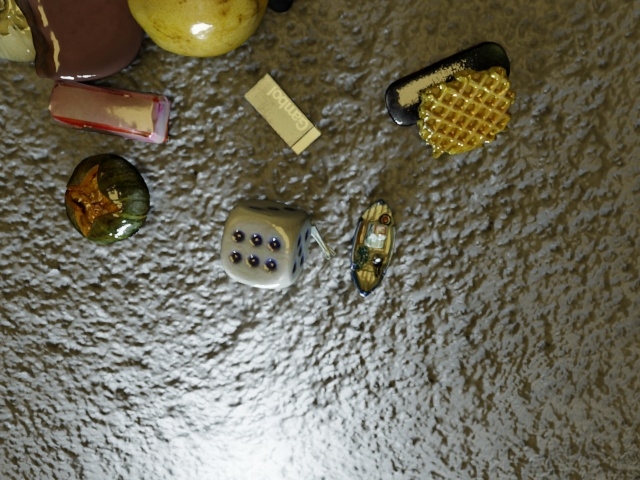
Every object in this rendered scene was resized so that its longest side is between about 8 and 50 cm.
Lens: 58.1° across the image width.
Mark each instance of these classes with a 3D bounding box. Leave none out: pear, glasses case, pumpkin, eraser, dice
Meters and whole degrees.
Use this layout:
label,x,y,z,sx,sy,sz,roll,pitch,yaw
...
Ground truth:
label,x,y,z,sx,sy,sz,roll,pitch,yaw
pear,-0.283,-0.571,1.327,0.315,0.314,0.314,0,103,2
glasses case,0.319,-0.393,1.454,0.321,0.082,0.122,-23,105,6
pumpkin,-0.554,-0.108,1.510,0.238,0.159,0.237,5,104,22
eraser,-0.098,-0.330,1.502,0.092,0.046,0.212,-42,98,10
dice,-0.138,0.005,1.493,0.193,0.192,0.194,16,108,12

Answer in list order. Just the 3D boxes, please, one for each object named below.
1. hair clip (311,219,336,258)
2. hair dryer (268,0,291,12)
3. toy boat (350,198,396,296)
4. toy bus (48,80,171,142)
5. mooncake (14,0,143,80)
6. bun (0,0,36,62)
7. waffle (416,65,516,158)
label,x,y,z,sx,sy,sz,roll,pitch,yaw
hair clip,-0.001,0.001,1.580,0.030,0.039,0.115,-35,102,12
hair dryer,-0.026,-0.665,1.393,0.255,0.128,0.070,-43,102,-1
toy boat,0.141,0.020,1.539,0.114,0.115,0.261,10,103,0
toy bus,-0.536,-0.333,1.470,0.303,0.147,0.127,10,97,-1
mooncake,-0.582,-0.532,1.351,0.326,0.174,0.333,38,84,-41
bun,-0.760,-0.570,1.417,0.260,0.152,0.259,0,101,2
waffle,0.363,-0.315,1.433,0.254,0.052,0.245,-18,136,1
